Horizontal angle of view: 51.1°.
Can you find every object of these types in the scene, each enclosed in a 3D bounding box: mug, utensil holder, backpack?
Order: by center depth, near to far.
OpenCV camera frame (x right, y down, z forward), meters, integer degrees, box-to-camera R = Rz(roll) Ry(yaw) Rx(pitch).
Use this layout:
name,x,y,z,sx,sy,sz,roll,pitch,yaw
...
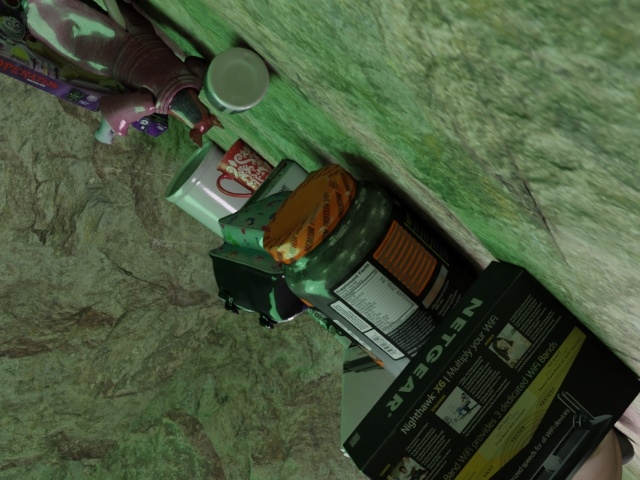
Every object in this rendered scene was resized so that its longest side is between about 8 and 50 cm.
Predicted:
name,x,y,z,sx,sy,sz,roll,pitch,yaw
backpack,-0.048,0.017,1.191,0.225,0.253,0.191,12,114,43
mug,-0.212,-0.187,1.952,0.169,0.150,0.113,36,-168,-5
utensil holder,-0.448,-0.203,3.011,0.385,0.327,0.327,40,178,-22

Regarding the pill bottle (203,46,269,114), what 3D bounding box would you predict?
name,x,y,z,sx,sy,sz,roll,pitch,yaw
pill bottle,-0.115,-0.209,0.891,0.078,0.078,0.137,41,177,-15

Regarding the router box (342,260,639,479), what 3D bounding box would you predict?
name,x,y,z,sx,sy,sz,roll,pitch,yaw
router box,0.219,0.220,0.841,0.243,0.309,0.081,42,176,-15

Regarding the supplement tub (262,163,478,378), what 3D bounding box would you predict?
name,x,y,z,sx,sy,sz,roll,pitch,yaw
supplement tub,0.089,0.054,1.010,0.338,0.207,0.207,42,177,-20

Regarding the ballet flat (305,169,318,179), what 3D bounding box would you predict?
name,x,y,z,sx,sy,sz,roll,pitch,yaw
ballet flat,0.011,-0.091,1.374,0.232,0.080,0.073,67,-179,-79

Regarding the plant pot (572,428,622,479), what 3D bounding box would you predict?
name,x,y,z,sx,sy,sz,roll,pitch,yaw
plant pot,0.401,0.362,1.219,0.323,0.323,0.280,39,161,28

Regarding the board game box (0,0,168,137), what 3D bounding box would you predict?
name,x,y,z,sx,sy,sz,roll,pitch,yaw
board game box,-0.434,-0.343,1.230,0.347,0.056,0.208,19,-129,-46

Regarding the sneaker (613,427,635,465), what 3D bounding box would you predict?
name,x,y,z,sx,sy,sz,roll,pitch,yaw
sneaker,0.546,0.394,1.446,0.267,0.101,0.106,27,154,23

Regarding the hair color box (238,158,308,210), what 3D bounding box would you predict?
name,x,y,z,sx,sy,sz,roll,pitch,yaw
hair color box,0.000,0.000,1.576,0.374,0.185,0.113,41,178,-21

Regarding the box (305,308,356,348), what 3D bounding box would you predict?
name,x,y,z,sx,sy,sz,roll,pitch,yaw
box,0.066,0.070,1.309,0.159,0.233,0.044,38,-166,22

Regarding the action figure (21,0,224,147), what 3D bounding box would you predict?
name,x,y,z,sx,sy,sz,roll,pitch,yaw
action figure,-0.287,-0.305,1.102,0.370,0.248,0.276,40,151,14

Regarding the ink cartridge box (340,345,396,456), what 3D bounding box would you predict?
name,x,y,z,sx,sy,sz,roll,pitch,yaw
ink cartridge box,0.172,0.269,1.420,0.166,0.395,0.285,-9,153,24
